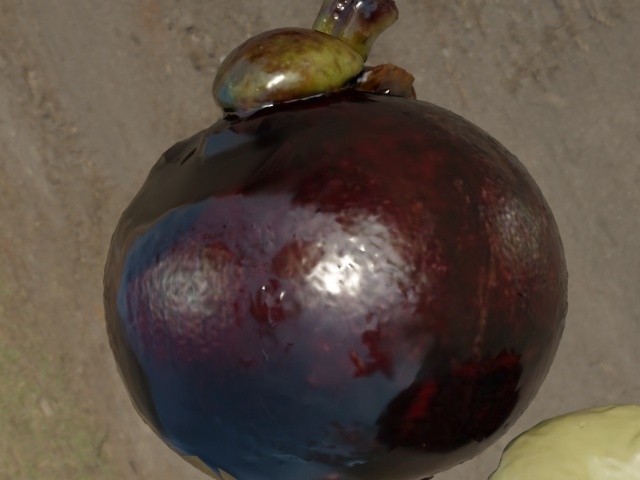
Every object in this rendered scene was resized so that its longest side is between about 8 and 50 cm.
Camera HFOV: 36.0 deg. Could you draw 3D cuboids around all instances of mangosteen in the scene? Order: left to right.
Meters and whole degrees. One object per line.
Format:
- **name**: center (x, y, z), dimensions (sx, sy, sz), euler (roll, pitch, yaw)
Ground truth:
- **mangosteen**: center (0.000, 0.019, 0.619), dimensions (0.297, 0.297, 0.293), euler (0, 125, 51)

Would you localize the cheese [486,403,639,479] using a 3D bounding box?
- **cheese**: center (0.173, 0.192, 0.484), dimensions (0.214, 0.225, 0.117), euler (9, 155, 19)
